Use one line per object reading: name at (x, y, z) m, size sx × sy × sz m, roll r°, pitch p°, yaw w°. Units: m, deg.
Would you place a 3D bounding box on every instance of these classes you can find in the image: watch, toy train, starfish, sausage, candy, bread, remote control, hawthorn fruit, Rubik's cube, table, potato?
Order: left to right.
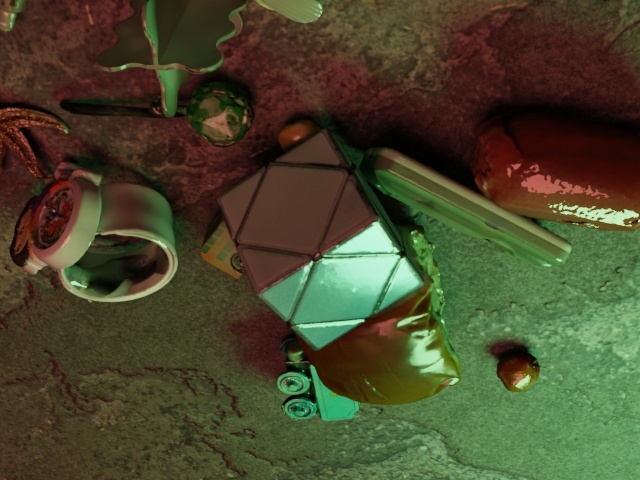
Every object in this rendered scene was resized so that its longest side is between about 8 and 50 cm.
starfish at (-0.519, -0.181, 1.466) m, size 0.213 × 0.057 × 0.238 m, roll -18°, pitch 133°, yaw 12°
watch at (-0.368, -0.005, 1.538) m, size 0.231 × 0.196 × 0.244 m, roll 23°, pitch 131°, yaw -41°
candy at (-0.255, -0.198, 1.395) m, size 0.323 × 0.097 × 0.097 m, roll 5°, pitch 133°, yaw 16°
table at (-0.194, -0.277, 1.218) m, size 0.166 × 0.198 × 0.166 m, roll 6°, pitch 133°, yaw 6°
toy train at (-0.127, -0.016, 1.529) m, size 0.099 × 0.072 × 0.188 m, roll 29°, pitch 130°, yaw -16°
potato at (-0.022, -0.148, 1.397) m, size 0.083 × 0.062 × 0.068 m, roll 43°, pitch 160°, yaw -10°
toy train at (-0.001, 0.258, 1.735) m, size 0.154 × 0.107 × 0.198 m, roll -6°, pitch 130°, yaw 6°
Rubik's cube at (0.000, 0.000, 1.362) m, size 0.205 × 0.207 × 0.205 m, roll -31°, pitch 140°, yaw 8°
bread at (0.099, 0.136, 1.521) m, size 0.250 × 0.225 × 0.279 m, roll -12°, pitch 133°, yaw 22°
remote control at (0.217, -0.046, 1.400) m, size 0.335 × 0.128 × 0.066 m, roll 26°, pitch 88°, yaw -12°
hawthorn fruit at (0.359, 0.236, 1.671) m, size 0.077 × 0.077 × 0.077 m, roll 5°, pitch 132°, yaw 6°
sausage at (0.352, -0.099, 1.312) m, size 0.279 × 0.152 × 0.152 m, roll 13°, pitch 133°, yaw 1°

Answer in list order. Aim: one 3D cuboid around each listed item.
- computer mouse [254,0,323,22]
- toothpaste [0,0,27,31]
computer mouse at (-0.071, -0.384, 1.180) m, size 0.236 × 0.082 × 0.145 m, roll 37°, pitch 127°, yaw -20°
toothpaste at (-0.411, -0.396, 1.262) m, size 0.067 × 0.037 × 0.255 m, roll 25°, pitch 128°, yaw -5°
